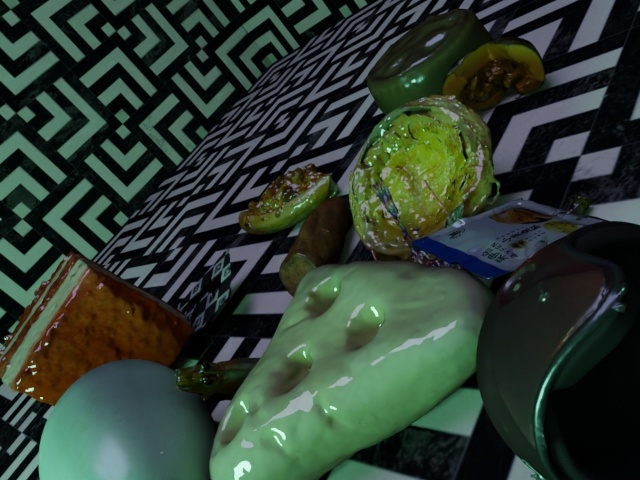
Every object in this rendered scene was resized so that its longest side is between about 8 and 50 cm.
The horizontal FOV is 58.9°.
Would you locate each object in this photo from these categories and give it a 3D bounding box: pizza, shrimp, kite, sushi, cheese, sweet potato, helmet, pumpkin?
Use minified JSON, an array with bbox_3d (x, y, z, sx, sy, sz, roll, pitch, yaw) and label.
[{"bbox_3d":[-0.077,-0.112,1.365,0.335,0.086,0.226,-19,33,44],"label":"pizza"},{"bbox_3d":[-0.122,0.201,0.789,0.115,0.217,0.051,-41,61,19],"label":"shrimp"},{"bbox_3d":[0.128,0.005,0.802,0.198,0.006,0.244,-49,50,25],"label":"kite"},{"bbox_3d":[-0.257,0.161,1.211,0.279,0.043,0.193,-49,27,16],"label":"sushi"},{"bbox_3d":[0.041,0.163,0.653,0.328,0.130,0.351,-15,36,45],"label":"cheese"},{"bbox_3d":[0.000,0.000,1.043,0.097,0.097,0.252,-20,33,40],"label":"sweet potato"},{"bbox_3d":[0.219,0.092,0.426,0.216,0.189,0.193,-59,6,-24],"label":"helmet"},{"bbox_3d":[0.323,-0.311,1.050,0.183,0.119,0.108,-15,36,36],"label":"pumpkin"}]

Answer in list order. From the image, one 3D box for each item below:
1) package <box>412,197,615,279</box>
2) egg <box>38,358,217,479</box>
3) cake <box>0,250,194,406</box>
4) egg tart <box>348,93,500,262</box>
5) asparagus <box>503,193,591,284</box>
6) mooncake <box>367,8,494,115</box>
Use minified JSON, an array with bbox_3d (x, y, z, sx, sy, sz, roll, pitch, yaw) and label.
[{"bbox_3d":[0.218,-0.006,0.659,0.173,0.027,0.171,-19,20,-15],"label":"package"},{"bbox_3d":[-0.251,0.289,0.758,0.230,0.230,0.371,-47,23,-12],"label":"egg"},{"bbox_3d":[-0.446,0.202,1.127,0.319,0.270,0.270,5,63,61],"label":"cake"},{"bbox_3d":[0.167,-0.084,0.876,0.290,0.107,0.291,-19,63,42],"label":"egg tart"},{"bbox_3d":[0.274,0.005,0.692,0.165,0.030,0.036,-45,47,-12],"label":"asparagus"},{"bbox_3d":[0.242,-0.381,1.248,0.284,0.155,0.284,-32,27,18],"label":"mooncake"}]
